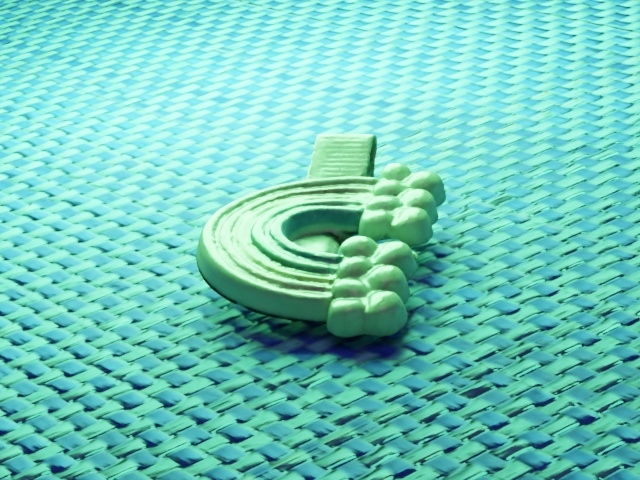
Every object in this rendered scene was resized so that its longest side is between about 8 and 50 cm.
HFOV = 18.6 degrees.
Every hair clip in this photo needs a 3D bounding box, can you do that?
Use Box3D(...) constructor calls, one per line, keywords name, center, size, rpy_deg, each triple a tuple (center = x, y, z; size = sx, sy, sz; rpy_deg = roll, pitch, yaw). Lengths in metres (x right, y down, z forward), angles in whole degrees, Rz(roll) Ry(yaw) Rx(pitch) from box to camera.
Box3D(name="hair clip", center=(0.000, 0.000, 1.181), size=(0.140, 0.054, 0.220), rpy_deg=(4, 28, 12))
